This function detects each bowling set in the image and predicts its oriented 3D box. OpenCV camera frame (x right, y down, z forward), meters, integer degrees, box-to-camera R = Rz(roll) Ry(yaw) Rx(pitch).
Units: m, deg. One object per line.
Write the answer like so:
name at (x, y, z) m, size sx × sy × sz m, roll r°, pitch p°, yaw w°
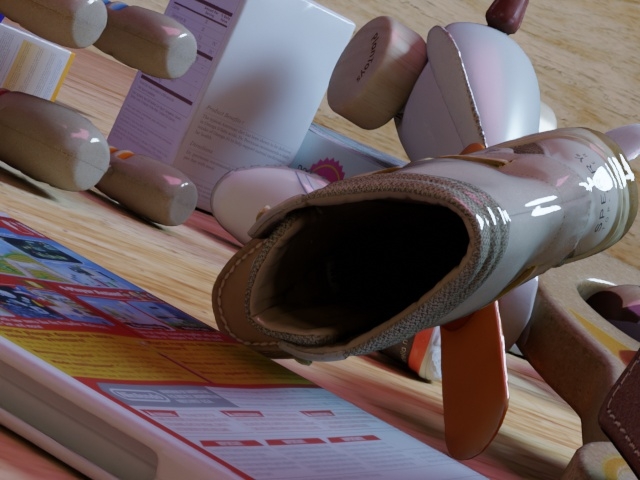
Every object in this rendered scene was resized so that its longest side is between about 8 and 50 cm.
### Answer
bowling set at (-0.167, -0.133, 1.105) m, size 0.154 × 0.199 × 0.287 m, roll 26°, pitch 1°, yaw 29°

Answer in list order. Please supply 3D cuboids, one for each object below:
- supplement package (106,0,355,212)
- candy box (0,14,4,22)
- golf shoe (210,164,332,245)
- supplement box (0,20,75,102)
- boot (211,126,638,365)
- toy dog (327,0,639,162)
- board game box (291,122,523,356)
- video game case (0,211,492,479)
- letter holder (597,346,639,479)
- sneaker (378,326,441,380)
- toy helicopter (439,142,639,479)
supplement package at (-0.072, -0.116, 1.411) m, size 0.105 × 0.179 × 0.105 m, roll 22°, pitch 6°, yaw -37°
candy box at (-0.315, -0.290, 1.298) m, size 0.122 × 0.268 × 0.317 m, roll 30°, pitch -3°, yaw 33°
golf shoe at (0.000, 0.000, 1.228) m, size 0.176 × 0.069 × 0.086 m, roll 25°, pitch 11°, yaw 11°
supplement box at (-0.257, -0.145, 1.493) m, size 0.098 × 0.062 × 0.036 m, roll 21°, pitch 7°, yaw -47°
boot at (0.009, 0.013, 0.762) m, size 0.213 × 0.077 × 0.165 m, roll -19°, pitch 0°, yaw 32°
toy dog at (0.135, -0.087, 1.252) m, size 0.220 × 0.161 × 0.333 m, roll 18°, pitch 19°, yaw -40°
board game box at (0.117, 0.012, 1.467) m, size 0.303 × 0.097 × 0.224 m, roll 22°, pitch 6°, yaw -32°
video game case at (-0.063, 0.048, 0.638) m, size 0.285 × 0.025 × 0.204 m, roll 27°, pitch 6°, yaw 23°
letter holder at (0.246, 0.065, 0.563) m, size 0.152 × 0.214 × 0.302 m, roll 24°, pitch 16°, yaw -20°
sneaker at (0.062, 0.045, 1.095) m, size 0.065 × 0.061 × 0.158 m, roll 20°, pitch 3°, yaw 15°
toy helicopter at (0.138, 0.068, 0.843) m, size 0.235 × 0.140 × 0.355 m, roll 31°, pitch 18°, yaw 1°
